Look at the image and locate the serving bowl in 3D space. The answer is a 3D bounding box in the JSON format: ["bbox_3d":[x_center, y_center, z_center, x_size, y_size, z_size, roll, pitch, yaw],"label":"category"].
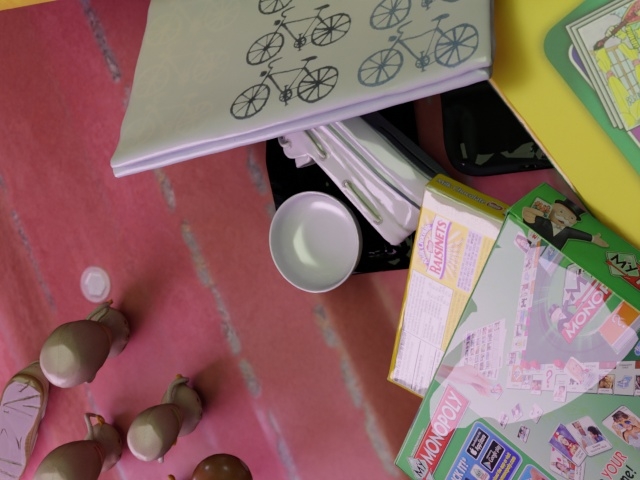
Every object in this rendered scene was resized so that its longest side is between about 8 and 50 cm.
[{"bbox_3d":[0.000,0.000,0.982,0.083,0.027,0.083,4,98,28],"label":"serving bowl"}]

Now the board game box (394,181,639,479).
[{"bbox_3d":[0.179,0.135,0.844,0.213,0.046,0.317,40,143,20],"label":"board game box"}]

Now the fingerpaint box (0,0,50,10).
[{"bbox_3d":[-0.138,-0.388,0.925,0.445,0.163,0.371,-4,64,27],"label":"fingerpaint box"}]

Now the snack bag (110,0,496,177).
[{"bbox_3d":[-0.005,-0.221,0.900,0.323,0.037,0.342,-12,54,32],"label":"snack bag"}]

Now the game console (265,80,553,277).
[{"bbox_3d":[0.117,-0.087,0.956,0.362,0.044,0.213,-6,92,27],"label":"game console"}]

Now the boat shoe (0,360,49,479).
[{"bbox_3d":[-0.305,0.189,1.188,0.056,0.048,0.153,23,111,0],"label":"boat shoe"}]

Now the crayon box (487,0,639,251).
[{"bbox_3d":[0.323,-0.132,0.784,0.363,0.106,0.313,-38,81,16],"label":"crayon box"}]

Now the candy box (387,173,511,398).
[{"bbox_3d":[0.114,0.055,0.922,0.105,0.027,0.205,28,134,23],"label":"candy box"}]

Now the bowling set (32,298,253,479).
[{"bbox_3d":[-0.152,0.211,1.073,0.200,0.154,0.286,12,97,7],"label":"bowling set"}]

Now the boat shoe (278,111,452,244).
[{"bbox_3d":[0.000,-0.088,0.943,0.226,0.083,0.076,46,111,15],"label":"boat shoe"}]
